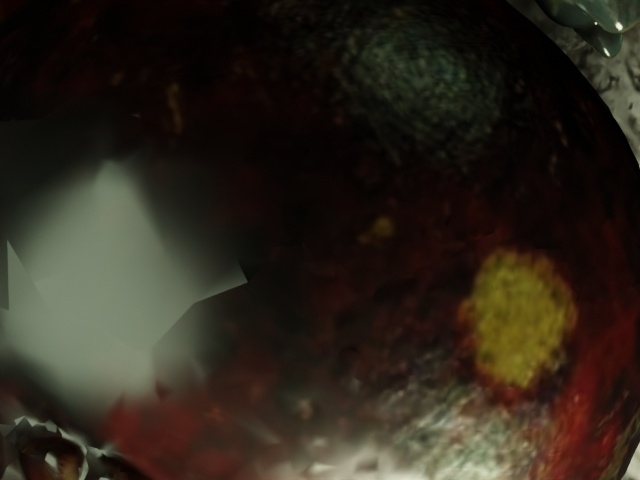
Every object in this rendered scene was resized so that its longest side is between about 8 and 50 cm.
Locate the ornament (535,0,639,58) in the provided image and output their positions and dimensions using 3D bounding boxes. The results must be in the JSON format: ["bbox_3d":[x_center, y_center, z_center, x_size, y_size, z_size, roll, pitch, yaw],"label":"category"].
[{"bbox_3d":[0.056,-0.177,0.682,0.236,0.080,0.202,13,112,55],"label":"ornament"}]

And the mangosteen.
[{"bbox_3d":[0.000,0.000,0.702,0.306,0.359,0.306,21,139,20],"label":"mangosteen"}]

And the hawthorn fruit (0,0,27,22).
[{"bbox_3d":[-0.111,-0.101,0.875,0.179,0.200,0.179,19,116,45],"label":"hawthorn fruit"}]
